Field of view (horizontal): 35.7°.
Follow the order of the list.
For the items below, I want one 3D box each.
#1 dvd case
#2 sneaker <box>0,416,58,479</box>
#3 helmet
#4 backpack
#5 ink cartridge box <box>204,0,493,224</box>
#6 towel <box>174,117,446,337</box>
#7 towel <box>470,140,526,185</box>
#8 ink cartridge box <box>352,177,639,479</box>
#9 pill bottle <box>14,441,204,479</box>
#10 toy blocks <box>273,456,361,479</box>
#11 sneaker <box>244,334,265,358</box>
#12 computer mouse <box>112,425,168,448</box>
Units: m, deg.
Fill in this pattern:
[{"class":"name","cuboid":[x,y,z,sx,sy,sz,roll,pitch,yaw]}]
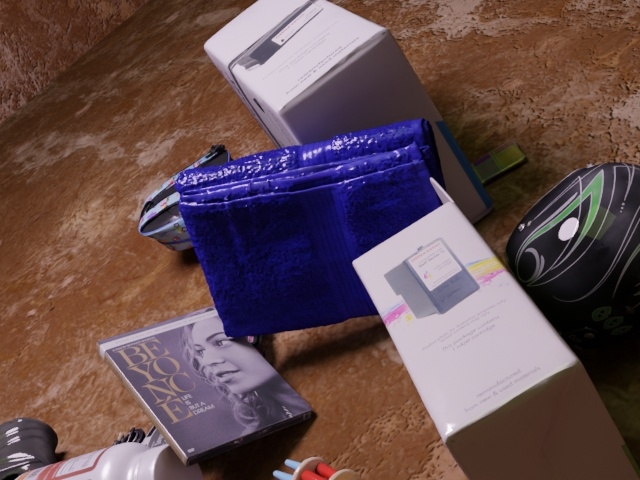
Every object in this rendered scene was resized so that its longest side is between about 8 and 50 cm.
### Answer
[{"class":"dvd case","cuboid":[-0.138,0.160,1.155,0.165,0.018,0.221,-16,39,-33]},{"class":"sneaker","cuboid":[-0.464,0.352,1.287,0.286,0.109,0.130,-38,35,-1]},{"class":"helmet","cuboid":[0.278,0.009,0.950,0.161,0.169,0.169,-43,26,21]},{"class":"backpack","cuboid":[-0.195,-0.046,1.563,0.173,0.117,0.158,-29,30,10]},{"class":"ink cartridge box","cuboid":[0.023,-0.164,1.336,0.166,0.285,0.395,-37,29,-2]},{"class":"towel","cuboid":[0.000,0.000,1.125,0.308,0.227,0.076,-10,21,18]},{"class":"towel","cuboid":[0.229,-0.099,1.310,0.083,0.009,0.060,-32,30,8]},{"class":"ink cartridge box","cuboid":[0.146,0.107,0.895,0.119,0.207,0.353,-32,28,4]},{"class":"pill bottle","cuboid":[-0.241,0.296,1.112,0.216,0.121,0.121,-20,33,25]},{"class":"toy blocks","cuboid":[-0.012,0.273,0.974,0.148,0.054,0.123,6,49,50]},{"class":"sneaker","cuboid":[-0.097,0.129,1.276,0.077,0.072,0.178,3,54,32]},{"class":"computer mouse","cuboid":[-0.189,0.254,1.203,0.193,0.042,0.106,-24,26,31]}]
